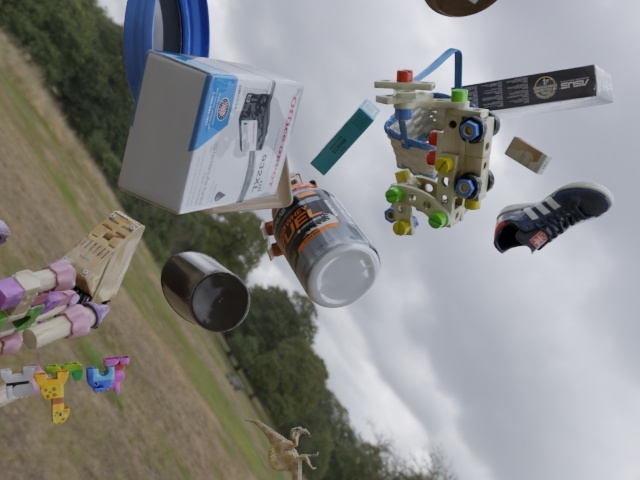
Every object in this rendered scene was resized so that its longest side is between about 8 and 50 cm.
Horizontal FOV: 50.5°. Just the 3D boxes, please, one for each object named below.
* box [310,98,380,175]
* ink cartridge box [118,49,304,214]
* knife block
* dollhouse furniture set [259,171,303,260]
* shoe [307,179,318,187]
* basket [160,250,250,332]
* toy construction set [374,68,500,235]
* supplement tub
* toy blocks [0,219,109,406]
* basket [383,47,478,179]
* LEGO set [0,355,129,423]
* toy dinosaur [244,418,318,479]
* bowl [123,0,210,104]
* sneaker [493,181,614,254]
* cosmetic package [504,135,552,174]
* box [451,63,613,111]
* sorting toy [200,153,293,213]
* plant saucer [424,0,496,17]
[{"bbox_3d":[0.074,-0.311,2.046,0.060,0.244,0.100,41,32,-6],"label":"box"},{"bbox_3d":[-0.171,-0.182,1.141,0.129,0.223,0.307,23,18,20],"label":"ink cartridge box"},{"bbox_3d":[-0.550,0.093,1.694,0.088,0.276,0.242,30,-33,14],"label":"knife block"},{"bbox_3d":[-0.074,-0.087,2.242,0.135,0.262,0.259,-101,174,-75],"label":"dollhouse furniture set"},{"bbox_3d":[-0.034,-0.097,1.928,0.219,0.076,0.058,-81,176,-53],"label":"shoe"},{"bbox_3d":[-0.244,0.122,1.497,0.204,0.154,0.227,48,-13,-17],"label":"basket"},{"bbox_3d":[0.202,-0.156,1.231,0.215,0.151,0.328,16,-50,34],"label":"toy construction set"},{"bbox_3d":[0.000,0.000,1.653,0.316,0.193,0.194,55,-10,49],"label":"supplement tub"},{"bbox_3d":[-0.606,0.129,1.415,0.309,0.288,0.260,49,31,10],"label":"toy blocks"},{"bbox_3d":[0.294,-0.325,1.771,0.201,0.254,0.289,27,-34,40],"label":"basket"},{"bbox_3d":[-0.459,0.277,1.242,0.087,0.227,0.093,8,-81,62],"label":"LEGO set"},{"bbox_3d":[-0.064,0.394,1.296,0.183,0.092,0.053,53,-22,19],"label":"toy dinosaur"},{"bbox_3d":[-0.353,-0.463,1.587,0.391,0.077,0.391,7,90,-83],"label":"bowl"},{"bbox_3d":[0.612,-0.042,1.817,0.131,0.148,0.350,43,-35,-17],"label":"sneaker"},{"bbox_3d":[0.573,-0.235,1.871,0.115,0.060,0.041,39,24,33],"label":"cosmetic package"},{"bbox_3d":[0.620,-0.422,1.971,0.318,0.394,0.097,-9,95,-60],"label":"box"},{"bbox_3d":[-0.170,-0.158,1.457,0.038,0.208,0.193,168,-85,-66],"label":"sorting toy"},{"bbox_3d":[0.412,-0.721,1.849,0.278,0.277,0.041,76,-2,-56],"label":"plant saucer"}]
